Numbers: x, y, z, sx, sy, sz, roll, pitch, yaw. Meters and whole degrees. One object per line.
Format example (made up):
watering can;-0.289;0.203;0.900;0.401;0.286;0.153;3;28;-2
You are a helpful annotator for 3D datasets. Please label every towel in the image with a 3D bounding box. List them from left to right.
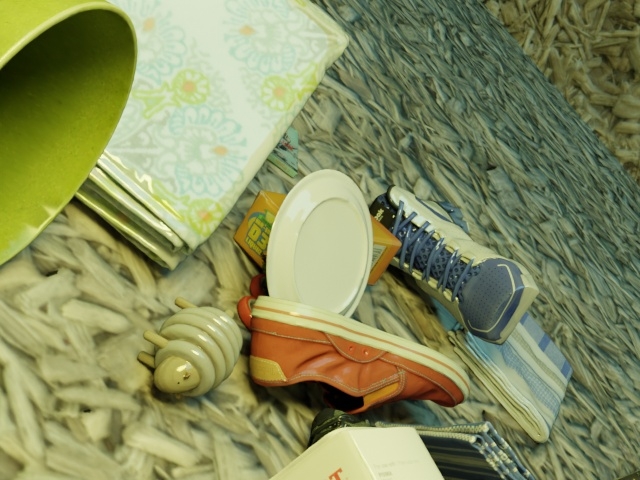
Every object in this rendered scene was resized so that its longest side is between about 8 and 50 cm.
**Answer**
towel;-0.180;-0.197;1.255;0.320;0.090;0.374;40;62;-13
towel;0.298;0.173;1.734;0.209;0.034;0.285;50;25;3
towel;0.222;0.309;1.223;0.336;0.243;0.040;46;69;-10

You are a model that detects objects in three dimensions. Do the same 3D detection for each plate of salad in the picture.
plate of salad;-0.005;0.016;1.331;0.200;0.048;0.200;-14;108;-50

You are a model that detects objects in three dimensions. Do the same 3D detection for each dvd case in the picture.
dvd case;-0.067;-0.148;1.644;0.087;0.013;0.119;37;28;-22

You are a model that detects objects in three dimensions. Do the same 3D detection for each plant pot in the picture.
plant pot;-0.355;-0.155;0.961;0.293;0.275;0.275;34;24;9

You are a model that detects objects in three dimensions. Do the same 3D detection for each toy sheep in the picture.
toy sheep;-0.121;0.104;1.118;0.091;0.091;0.132;44;44;-6

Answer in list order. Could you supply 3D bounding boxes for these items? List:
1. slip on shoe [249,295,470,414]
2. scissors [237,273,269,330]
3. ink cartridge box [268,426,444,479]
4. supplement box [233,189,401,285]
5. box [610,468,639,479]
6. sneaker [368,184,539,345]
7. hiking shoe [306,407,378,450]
slip on shoe;0.045;0.148;1.290;0.331;0.123;0.101;22;79;-42
scissors;0.019;0.142;1.363;0.297;0.021;0.109;39;25;-20
ink cartridge box;0.046;0.319;0.923;0.117;0.207;0.283;10;44;-54
supplement box;0.000;0.000;1.451;0.078;0.080;0.233;45;19;33
box;0.477;0.489;1.453;0.293;0.073;0.295;50;24;-22
sneaker;0.148;0.021;1.600;0.182;0.127;0.315;19;19;-32
hiking shoe;0.013;0.230;1.170;0.114;0.086;0.227;48;15;27
